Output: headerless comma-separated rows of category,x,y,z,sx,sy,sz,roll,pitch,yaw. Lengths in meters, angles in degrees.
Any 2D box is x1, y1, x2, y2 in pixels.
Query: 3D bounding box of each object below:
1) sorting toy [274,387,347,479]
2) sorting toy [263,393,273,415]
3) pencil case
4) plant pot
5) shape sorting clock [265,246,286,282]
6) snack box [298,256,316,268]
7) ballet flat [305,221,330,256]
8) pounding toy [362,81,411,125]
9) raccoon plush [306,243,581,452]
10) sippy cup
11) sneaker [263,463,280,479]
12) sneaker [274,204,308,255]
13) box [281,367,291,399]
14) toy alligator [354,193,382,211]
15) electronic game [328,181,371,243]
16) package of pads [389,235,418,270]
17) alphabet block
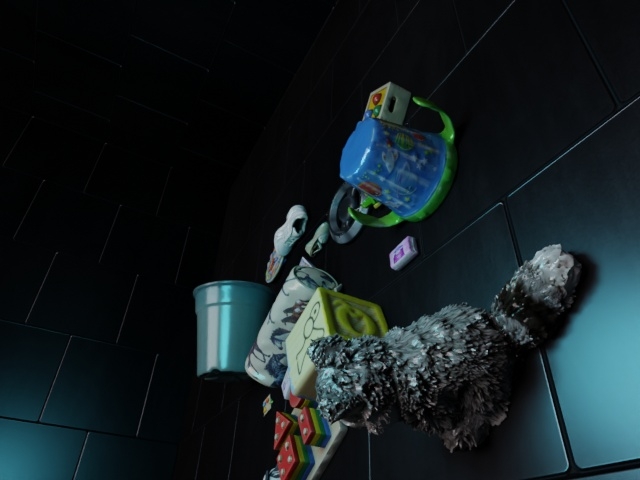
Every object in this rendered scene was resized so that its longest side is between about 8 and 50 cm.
sorting toy,-0.050,0.518,1.311,0.257,0.089,0.255,-64,22,17
sorting toy,-0.189,0.585,1.695,0.083,0.012,0.062,-57,25,33
pencil case,-0.087,0.277,1.516,0.411,0.183,0.160,-63,-6,17
plant pot,-0.349,0.375,1.878,0.341,0.340,0.335,-40,46,53
shape sorting clock,-0.202,0.090,2.106,0.206,0.040,0.206,-50,30,42
snack box,-0.046,0.115,1.733,0.064,0.022,0.178,-69,22,8
ballet flat,0.000,0.000,1.698,0.168,0.057,0.052,-54,55,45
pounding toy,0.192,-0.435,1.520,0.206,0.094,0.181,1,73,67
raccoon plush,0.172,0.150,0.796,0.447,0.299,0.216,-66,22,12
sippy cup,0.178,-0.190,1.171,0.240,0.223,0.306,-1,71,67
sneaker,-0.127,0.680,1.296,0.235,0.093,0.153,83,-171,-45
sneaker,-0.122,-0.029,1.952,0.232,0.090,0.115,-65,25,16
box,-0.040,0.337,1.426,0.067,0.063,0.324,-117,42,-62
toy alligator,0.159,-0.125,1.394,0.051,0.056,0.189,-35,-2,-43
electronic game,0.094,-0.100,1.536,0.229,0.048,0.230,-35,47,50
package of pads,0.208,0.033,1.173,0.083,0.031,0.050,-50,28,42
alphabet block,0.044,0.264,1.157,0.197,0.193,0.192,-59,25,27
